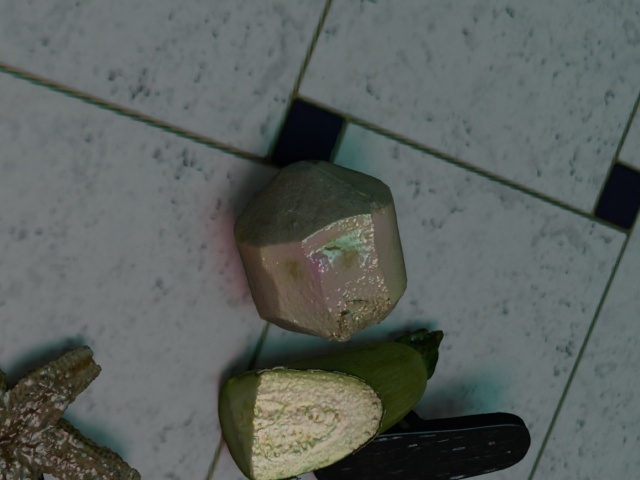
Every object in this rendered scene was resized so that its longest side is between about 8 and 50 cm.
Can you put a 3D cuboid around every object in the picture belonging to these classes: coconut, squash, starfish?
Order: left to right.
[{"bbox_3d":[-0.204,0.124,0.899,0.150,0.053,0.210,-40,121,-22],"label":"starfish"},{"bbox_3d":[0.000,0.000,0.956,0.116,0.116,0.122,-29,120,-23],"label":"coconut"},{"bbox_3d":[0.027,0.114,1.033,0.200,0.075,0.090,-19,89,-29],"label":"squash"}]

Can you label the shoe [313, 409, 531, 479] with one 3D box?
[{"bbox_3d":[0.077,0.162,1.095,0.179,0.049,0.071,-7,125,-9],"label":"shoe"}]
